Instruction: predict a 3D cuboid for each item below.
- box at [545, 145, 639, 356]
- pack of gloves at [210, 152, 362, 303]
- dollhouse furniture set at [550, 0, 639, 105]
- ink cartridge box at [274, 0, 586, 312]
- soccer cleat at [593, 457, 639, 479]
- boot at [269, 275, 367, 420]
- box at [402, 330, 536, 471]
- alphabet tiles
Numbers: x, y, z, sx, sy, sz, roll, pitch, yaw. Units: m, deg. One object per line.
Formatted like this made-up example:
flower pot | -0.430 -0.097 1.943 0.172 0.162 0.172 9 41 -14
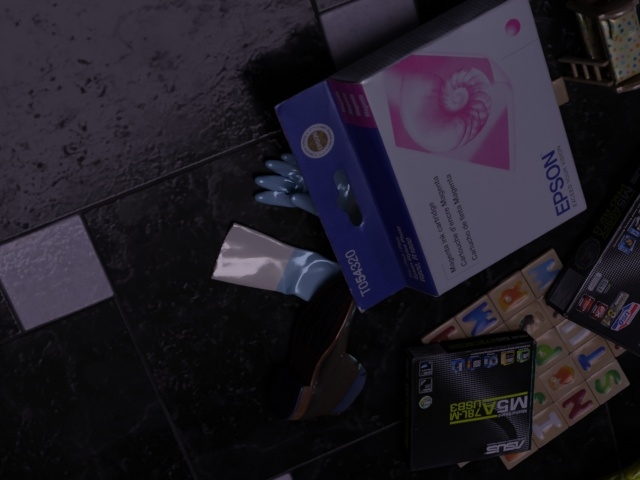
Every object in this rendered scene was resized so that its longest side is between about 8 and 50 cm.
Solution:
box | 0.478 0.025 1.713 0.216 0.060 0.270 27 98 -25
pack of gloves | 0.000 0.000 1.567 0.232 0.046 0.195 17 105 -23
dollhouse furniture set | 0.318 -0.266 1.527 0.161 0.101 0.181 -26 117 -6
ink cartridge box | 0.149 -0.099 1.487 0.330 0.071 0.324 -31 122 -12
soccer cleat | 0.481 0.368 1.829 0.289 0.093 0.121 -24 144 -14
boot | 0.019 0.148 1.624 0.106 0.082 0.219 12 113 -42
box | 0.212 0.229 1.717 0.191 0.045 0.184 -6 111 -15
alphabet tiles | 0.304 0.178 1.756 0.343 0.011 0.285 -35 118 -2
